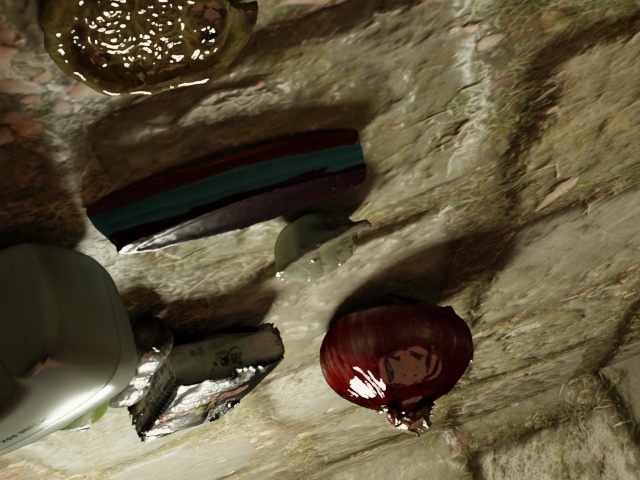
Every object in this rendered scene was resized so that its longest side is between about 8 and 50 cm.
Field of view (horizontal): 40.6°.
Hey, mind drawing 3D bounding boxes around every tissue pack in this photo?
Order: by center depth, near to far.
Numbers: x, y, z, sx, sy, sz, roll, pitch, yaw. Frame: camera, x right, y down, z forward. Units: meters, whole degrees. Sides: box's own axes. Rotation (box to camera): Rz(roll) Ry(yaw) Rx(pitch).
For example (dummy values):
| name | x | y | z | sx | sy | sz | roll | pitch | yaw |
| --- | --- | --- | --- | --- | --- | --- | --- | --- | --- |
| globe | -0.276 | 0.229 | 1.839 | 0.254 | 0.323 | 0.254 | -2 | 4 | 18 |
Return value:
| name | x | y | z | sx | sy | sz | roll | pitch | yaw |
| --- | --- | --- | --- | --- | --- | --- | --- | --- | --- |
| tissue pack | -0.422 | 0.163 | 1.200 | 0.333 | 0.230 | 0.236 | -28 | 154 | 14 |
| tissue pack | -0.231 | 0.274 | 1.713 | 0.244 | 0.123 | 0.332 | -13 | 157 | -32 |

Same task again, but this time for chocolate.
| name | x | y | z | sx | sy | sz | roll | pitch | yaw |
| --- | --- | --- | --- | --- | --- | --- | --- | --- | --- |
| chocolate | -0.335 | 0.217 | 1.527 | 0.110 | 0.110 | 0.248 | -5 | 146 | -33 |

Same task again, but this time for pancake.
| name | x | y | z | sx | sy | sz | roll | pitch | yaw |
| --- | --- | --- | --- | --- | --- | --- | --- | --- | --- |
| pancake | -0.175 | -0.221 | 0.886 | 0.212 | 0.029 | 0.235 | -32 | 152 | 21 |

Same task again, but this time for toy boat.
| name | x | y | z | sx | sy | sz | roll | pitch | yaw |
| --- | --- | --- | --- | --- | --- | --- | --- | --- | --- |
| toy boat | -0.120 | -0.065 | 1.194 | 0.392 | 0.079 | 0.136 | -18 | 153 | -16 |

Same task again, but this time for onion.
| name | x | y | z | sx | sy | sz | roll | pitch | yaw |
| --- | --- | --- | --- | --- | --- | --- | --- | --- | --- |
| onion | 0.166 | 0.277 | 1.849 | 0.347 | 0.286 | 0.348 | -8 | 155 | -4 |

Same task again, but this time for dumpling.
| name | x | y | z | sx | sy | sz | roll | pitch | yaw |
| --- | --- | --- | --- | --- | --- | --- | --- | --- | --- |
| dumpling | 0.001 | 0.000 | 1.384 | 0.176 | 0.093 | 0.150 | 2 | 148 | -43 |

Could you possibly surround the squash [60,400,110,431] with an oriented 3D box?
| name | x | y | z | sx | sy | sz | roll | pitch | yaw |
| --- | --- | --- | --- | --- | --- | --- | --- | --- | --- |
| squash | -0.411 | 0.217 | 1.413 | 0.170 | 0.170 | 0.123 | 4 | 133 | -43 |
